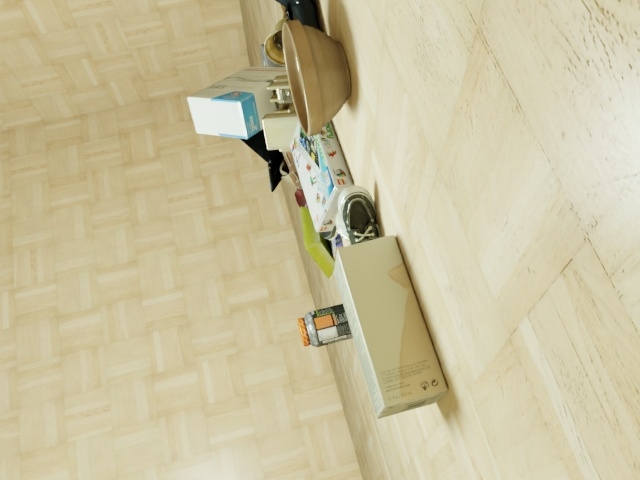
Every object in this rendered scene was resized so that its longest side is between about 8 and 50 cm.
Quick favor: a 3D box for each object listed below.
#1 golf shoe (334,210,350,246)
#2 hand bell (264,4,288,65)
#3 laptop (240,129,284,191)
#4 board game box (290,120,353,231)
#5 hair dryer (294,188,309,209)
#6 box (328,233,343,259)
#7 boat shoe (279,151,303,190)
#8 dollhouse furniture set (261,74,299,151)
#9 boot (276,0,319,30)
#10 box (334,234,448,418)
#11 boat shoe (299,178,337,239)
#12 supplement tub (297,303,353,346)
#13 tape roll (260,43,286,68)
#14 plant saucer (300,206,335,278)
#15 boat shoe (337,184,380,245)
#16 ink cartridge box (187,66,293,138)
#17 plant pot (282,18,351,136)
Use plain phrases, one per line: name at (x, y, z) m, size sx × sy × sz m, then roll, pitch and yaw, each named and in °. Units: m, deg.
golf shoe at (0.087, -0.025, 1.476) m, size 0.086 × 0.069 × 0.176 m, roll 112°, pitch 147°, yaw -43°
hand bell at (-0.090, -0.606, 1.682) m, size 0.126 × 0.126 × 0.242 m, roll 86°, pitch -179°, yaw -58°
laptop at (-0.184, -0.359, 2.261) m, size 0.234 × 0.136 × 0.264 m, roll -59°, pitch -17°, yaw -28°
board game box at (-0.004, -0.201, 1.633) m, size 0.193 × 0.053 × 0.305 m, roll 117°, pitch 143°, yaw -52°
hair dryer at (-0.031, -0.190, 2.106) m, size 0.293 × 0.080 × 0.224 m, roll 130°, pitch 130°, yaw -65°
box at (0.048, 0.003, 1.973) m, size 0.136 × 0.028 × 0.081 m, roll 99°, pitch 158°, yaw -68°
boat shoe at (-0.093, -0.263, 2.246) m, size 0.324 × 0.116 × 0.123 m, roll 84°, pitch 171°, yaw -48°
dollhouse furniture set at (-0.064, -0.373, 1.879) m, size 0.242 × 0.160 × 0.212 m, roll -72°, pitch -23°, yaw -56°
boot at (-0.063, -0.535, 1.483) m, size 0.246 × 0.094 × 0.207 m, roll -144°, pitch 45°, yaw -71°
box at (0.124, 0.164, 1.178) m, size 0.148 × 0.121 × 0.311 m, roll 91°, pitch 164°, yaw -67°
boat shoe at (-0.008, -0.110, 1.897) m, size 0.084 × 0.079 × 0.233 m, roll -27°, pitch 74°, yaw 44°
supplement tub at (0.028, 0.272, 1.971) m, size 0.117 × 0.190 × 0.117 m, roll 167°, pitch 90°, yaw -84°
tape roll at (-0.170, -0.641, 2.349) m, size 0.219 × 0.072 × 0.219 m, roll 166°, pitch 90°, yaw -83°
plant saucer at (0.000, 0.000, 2.043) m, size 0.188 × 0.045 × 0.188 m, roll 55°, pitch -160°, yaw -46°
boat shoe at (0.093, -0.020, 1.317) m, size 0.070 × 0.077 × 0.219 m, roll -109°, pitch 0°, yaw -48°
ink cartridge box at (-0.240, -0.454, 2.008) m, size 0.307 × 0.223 × 0.129 m, roll -43°, pitch -46°, yaw -43°
plant pot at (-0.003, -0.345, 1.293) m, size 0.237 × 0.109 × 0.238 m, roll 167°, pitch 90°, yaw -83°
